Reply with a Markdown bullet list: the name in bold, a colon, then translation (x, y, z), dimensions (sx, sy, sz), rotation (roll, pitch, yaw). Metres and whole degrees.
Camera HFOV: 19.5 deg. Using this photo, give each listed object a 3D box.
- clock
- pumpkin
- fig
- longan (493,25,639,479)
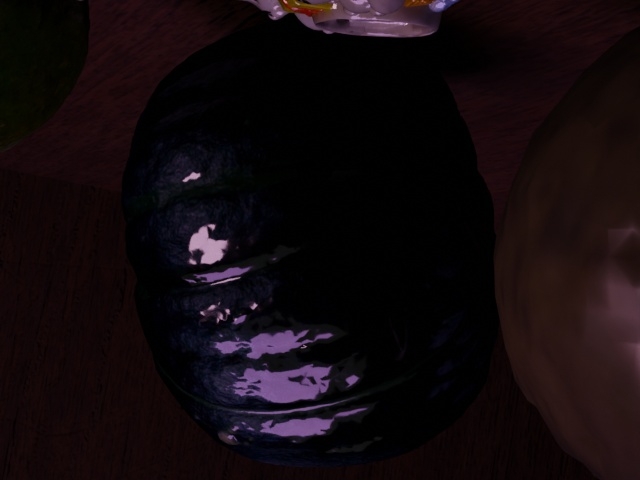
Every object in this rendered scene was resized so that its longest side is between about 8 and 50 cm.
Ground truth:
- **clock**: translation (0.008, -0.170, 1.030), dimensions (0.144, 0.103, 0.231), rotation (2, 177, -15)
- **pumpkin**: translation (0.000, 0.000, 1.460), dimensions (0.266, 0.363, 0.363), rotation (-10, 168, 18)
- **fig**: translation (-0.224, -0.142, 1.148), dimensions (0.203, 0.203, 0.235), rotation (12, -177, -23)
- **longan**: translation (0.299, 0.027, 1.134), dimensions (0.391, 0.391, 0.391), rotation (9, 174, 1)
